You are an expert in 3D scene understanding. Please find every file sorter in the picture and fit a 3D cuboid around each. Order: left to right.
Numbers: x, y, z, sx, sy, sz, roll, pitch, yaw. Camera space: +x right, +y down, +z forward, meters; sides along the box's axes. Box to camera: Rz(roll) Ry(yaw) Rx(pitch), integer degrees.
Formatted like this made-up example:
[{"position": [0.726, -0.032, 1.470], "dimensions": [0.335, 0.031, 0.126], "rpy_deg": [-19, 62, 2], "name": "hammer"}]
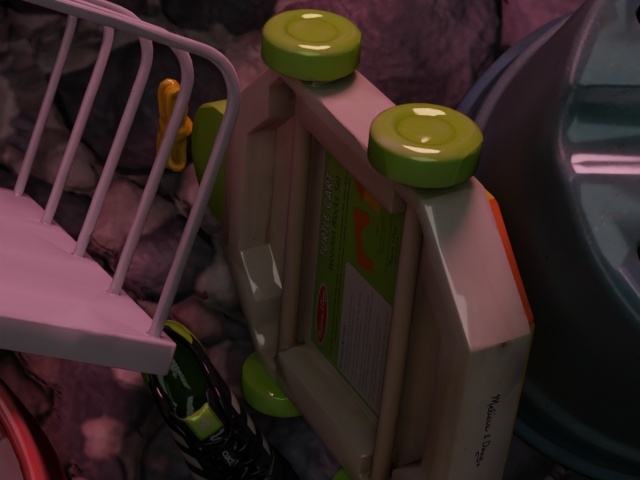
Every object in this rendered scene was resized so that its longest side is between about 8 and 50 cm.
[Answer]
[{"position": [-0.193, -0.068, 0.785], "dimensions": [0.193, 0.278, 0.173], "rpy_deg": [14, 101, -32], "name": "file sorter"}]

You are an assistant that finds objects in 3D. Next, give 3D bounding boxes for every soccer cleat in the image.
[{"position": [-0.065, 0.129, 0.903], "dimensions": [0.060, 0.072, 0.179], "rpy_deg": [-34, 83, -3], "name": "soccer cleat"}]

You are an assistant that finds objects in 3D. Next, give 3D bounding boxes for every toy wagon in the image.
[{"position": [0.000, 0.000, 0.839], "dimensions": [0.068, 0.267, 0.344], "rpy_deg": [-14, 39, -26], "name": "toy wagon"}]

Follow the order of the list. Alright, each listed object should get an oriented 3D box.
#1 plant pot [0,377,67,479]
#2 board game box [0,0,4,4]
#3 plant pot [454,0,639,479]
[{"position": [-0.261, 0.172, 0.813], "dimensions": [0.275, 0.243, 0.275], "rpy_deg": [0, 80, 2], "name": "plant pot"}, {"position": [-0.338, -0.215, 0.925], "dimensions": [0.254, 0.079, 0.336], "rpy_deg": [45, 84, -6], "name": "board game box"}, {"position": [0.232, -0.024, 0.787], "dimensions": [0.341, 0.334, 0.341], "rpy_deg": [0, 82, 2], "name": "plant pot"}]
